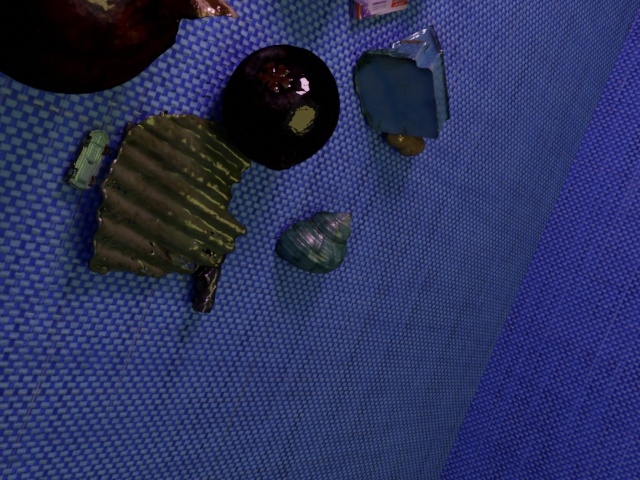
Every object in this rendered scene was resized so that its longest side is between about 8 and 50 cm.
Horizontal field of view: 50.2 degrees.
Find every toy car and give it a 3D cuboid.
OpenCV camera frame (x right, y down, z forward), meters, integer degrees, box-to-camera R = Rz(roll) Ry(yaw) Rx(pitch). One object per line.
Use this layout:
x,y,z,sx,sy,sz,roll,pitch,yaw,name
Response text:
-0.453,-0.158,1.331,0.059,0.035,0.122,28,79,-52,toy car

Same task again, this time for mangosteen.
-0.397,-0.423,1.013,0.381,0.421,0.381,-58,-178,4,mangosteen
-0.084,-0.284,1.539,0.275,0.275,0.302,-53,167,-15,mangosteen

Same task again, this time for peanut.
0.253,-0.295,2.050,0.174,0.080,0.080,14,99,-48,peanut

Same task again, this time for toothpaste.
0.154,-0.617,1.783,0.196,0.040,0.047,-27,131,-39,toothpaste

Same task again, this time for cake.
-0.262,-0.470,1.213,0.112,0.246,0.135,-21,122,-44,cake

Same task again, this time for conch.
0.003,-0.002,1.868,0.202,0.134,0.196,-59,143,-6,conch

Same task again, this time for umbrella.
-0.266,0.062,1.652,0.071,0.080,0.224,17,93,-16,umbrella

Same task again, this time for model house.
0.249,-0.459,1.878,0.241,0.225,0.261,-57,148,-34,model house

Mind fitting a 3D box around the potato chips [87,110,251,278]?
-0.320,-0.085,1.465,0.389,0.097,0.374,-2,108,-49,potato chips
